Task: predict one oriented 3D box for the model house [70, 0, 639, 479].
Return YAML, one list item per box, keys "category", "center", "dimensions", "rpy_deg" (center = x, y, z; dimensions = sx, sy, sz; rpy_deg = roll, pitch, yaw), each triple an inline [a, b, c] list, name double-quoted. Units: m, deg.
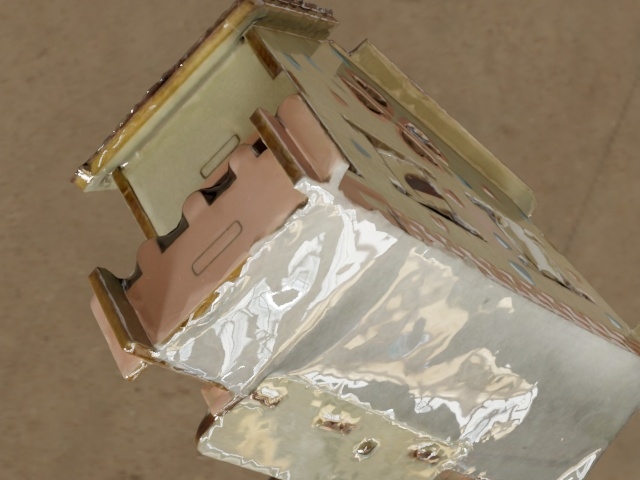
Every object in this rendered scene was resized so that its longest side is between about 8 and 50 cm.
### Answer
- category: "model house"
  center: [0.000, 0.000, 0.739]
  dimensions: [0.326, 0.169, 0.244]
  rpy_deg: [26, 25, -46]
